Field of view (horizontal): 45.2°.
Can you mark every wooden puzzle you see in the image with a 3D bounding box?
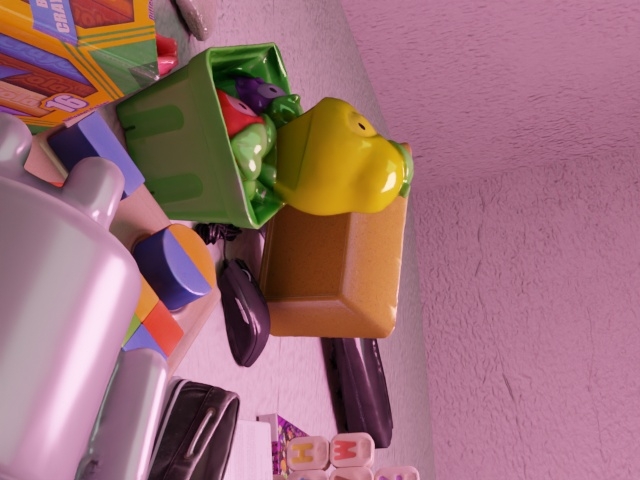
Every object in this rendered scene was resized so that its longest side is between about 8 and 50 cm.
[{"bbox_3d":[-0.226,0.003,0.805,0.322,0.081,0.348,57,20,-17],"label":"wooden puzzle"}]

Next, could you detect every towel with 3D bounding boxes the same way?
[{"bbox_3d":[-0.232,-0.510,1.353,0.187,0.049,0.282,59,26,-49],"label":"towel"}]

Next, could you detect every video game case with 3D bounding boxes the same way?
[{"bbox_3d":[-0.051,0.438,1.369,0.232,0.042,0.210,54,28,-57],"label":"video game case"}]

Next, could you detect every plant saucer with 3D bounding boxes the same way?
[{"bbox_3d":[0.000,0.000,1.344,0.081,0.333,0.332,16,75,-38],"label":"plant saucer"}]

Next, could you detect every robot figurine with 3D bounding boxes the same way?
[{"bbox_3d":[-0.247,0.091,0.513,0.200,0.300,0.353,-38,-148,57],"label":"robot figurine"}]

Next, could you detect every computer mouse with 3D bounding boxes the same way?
[{"bbox_3d":[-0.137,0.084,1.264,0.184,0.060,0.261,-1,81,-76],"label":"computer mouse"}]

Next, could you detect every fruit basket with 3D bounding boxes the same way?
[{"bbox_3d":[-0.057,-0.157,1.145,0.392,0.392,0.282,-53,131,-70],"label":"fruit basket"}]

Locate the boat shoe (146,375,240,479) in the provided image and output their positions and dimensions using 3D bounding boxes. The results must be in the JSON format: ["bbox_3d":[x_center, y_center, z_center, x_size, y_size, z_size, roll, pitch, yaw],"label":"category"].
[{"bbox_3d":[-0.164,0.311,0.843,0.121,0.119,0.335,58,36,-61],"label":"boat shoe"}]

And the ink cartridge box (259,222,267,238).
[{"bbox_3d":[-0.109,-0.079,1.507,0.207,0.046,0.097,62,22,-47],"label":"ink cartridge box"}]

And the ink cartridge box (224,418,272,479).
[{"bbox_3d":[-0.154,0.342,1.082,0.232,0.066,0.189,22,56,-48],"label":"ink cartridge box"}]

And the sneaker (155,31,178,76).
[{"bbox_3d":[-0.269,-0.277,0.878,0.314,0.136,0.115,45,36,-64],"label":"sneaker"}]

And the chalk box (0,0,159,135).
[{"bbox_3d":[-0.295,-0.218,0.598,0.289,0.179,0.180,12,67,-57],"label":"chalk box"}]

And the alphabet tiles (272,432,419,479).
[{"bbox_3d":[0.013,0.426,1.152,0.021,0.278,0.284,70,17,-50],"label":"alphabet tiles"}]

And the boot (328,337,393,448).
[{"bbox_3d":[0.111,0.244,1.893,0.367,0.146,0.445,-28,104,-66],"label":"boot"}]
